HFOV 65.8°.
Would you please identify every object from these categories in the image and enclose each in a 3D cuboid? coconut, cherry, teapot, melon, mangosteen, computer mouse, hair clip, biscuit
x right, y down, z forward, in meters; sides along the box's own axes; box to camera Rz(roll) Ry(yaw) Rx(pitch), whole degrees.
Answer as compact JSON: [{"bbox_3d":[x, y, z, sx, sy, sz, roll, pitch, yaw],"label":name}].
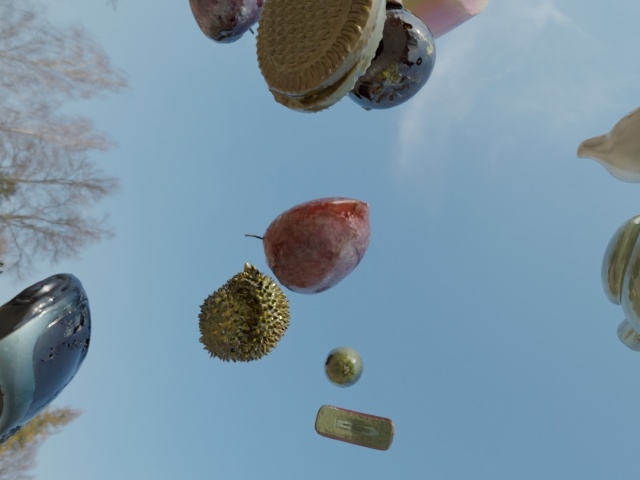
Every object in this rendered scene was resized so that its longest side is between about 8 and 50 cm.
[{"bbox_3d":[0.323,-0.666,1.279,0.245,0.233,0.233,-17,-104,45],"label":"coconut"},{"bbox_3d":[0.000,0.000,0.976,0.250,0.192,0.175,-36,-148,25],"label":"cherry"},{"bbox_3d":[0.492,0.082,0.716,0.149,0.220,0.318,24,-51,44],"label":"teapot"},{"bbox_3d":[0.055,0.309,1.213,0.162,0.099,0.099,101,-20,-78],"label":"melon"},{"bbox_3d":[0.117,-0.363,0.939,0.192,0.192,0.217,-31,-127,39],"label":"mangosteen"},{"bbox_3d":[-0.295,0.129,0.458,0.233,0.137,0.096,-40,-87,15],"label":"computer mouse"},{"bbox_3d":[0.059,0.319,0.845,0.137,0.022,0.054,6,-117,18],"label":"hair clip"},{"bbox_3d":[-0.237,-0.594,1.230,0.195,0.195,0.195,-3,-94,44],"label":"cherry"},{"bbox_3d":[0.548,-0.159,0.803,0.226,0.145,0.092,-16,-137,4],"label":"teapot"},{"bbox_3d":[-0.006,-0.321,0.738,0.259,0.079,0.259,-8,-102,43],"label":"biscuit"}]

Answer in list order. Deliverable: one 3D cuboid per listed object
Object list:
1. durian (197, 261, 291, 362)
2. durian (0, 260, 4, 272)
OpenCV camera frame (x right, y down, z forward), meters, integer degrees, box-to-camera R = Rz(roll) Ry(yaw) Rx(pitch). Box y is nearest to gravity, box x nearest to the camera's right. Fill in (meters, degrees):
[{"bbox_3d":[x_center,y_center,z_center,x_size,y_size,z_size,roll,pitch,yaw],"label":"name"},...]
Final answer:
[{"bbox_3d":[-0.212,0.216,1.396,0.293,0.258,0.258,-46,-123,10],"label":"durian"},{"bbox_3d":[-0.608,0.044,0.739,0.157,0.170,0.355,-62,176,-25],"label":"durian"}]
